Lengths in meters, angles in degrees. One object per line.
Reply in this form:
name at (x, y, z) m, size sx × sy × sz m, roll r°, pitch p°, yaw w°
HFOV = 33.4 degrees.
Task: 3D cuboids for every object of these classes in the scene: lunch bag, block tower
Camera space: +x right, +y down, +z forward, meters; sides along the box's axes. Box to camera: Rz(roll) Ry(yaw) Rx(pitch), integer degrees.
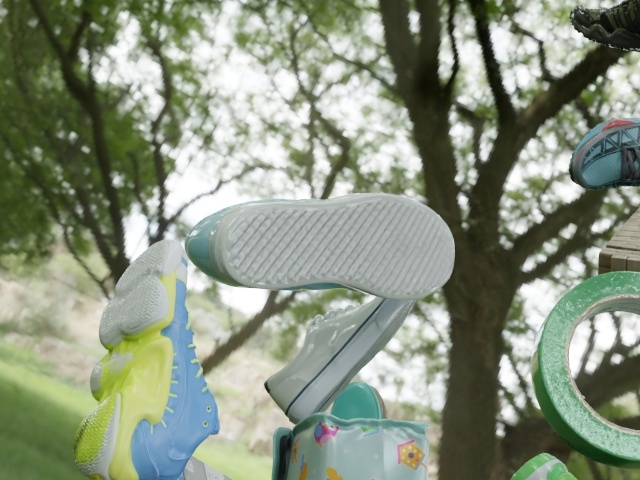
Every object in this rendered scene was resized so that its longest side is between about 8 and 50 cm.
lunch bag at (0.019, 0.324, 1.247) m, size 0.160 × 0.223 × 0.262 m, roll 8°, pitch -16°, yaw -16°
block tower at (0.648, 0.024, 2.165) m, size 0.091 × 0.097 × 0.335 m, roll 8°, pitch 20°, yaw 28°

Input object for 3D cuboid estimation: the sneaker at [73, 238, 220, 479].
sneaker at (-0.151, 0.125, 1.026) m, size 0.126 × 0.240 × 0.091 m, roll 30°, pitch -24°, yaw -35°

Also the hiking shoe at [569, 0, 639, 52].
hiking shoe at (0.496, -0.349, 1.651) m, size 0.227 × 0.114 × 0.086 m, roll 26°, pitch 20°, yaw 37°

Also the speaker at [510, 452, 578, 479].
speaker at (0.471, 0.525, 1.911) m, size 0.296 × 0.131 × 0.131 m, roll 47°, pitch -2°, yaw 32°

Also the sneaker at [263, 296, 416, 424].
sneaker at (0.029, 0.127, 1.416) m, size 0.091 × 0.258 × 0.094 m, roll 40°, pitch -14°, yaw 17°

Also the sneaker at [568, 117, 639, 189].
sneaker at (0.503, -0.131, 1.583) m, size 0.125 × 0.262 × 0.104 m, roll -104°, pitch 180°, yaw -68°

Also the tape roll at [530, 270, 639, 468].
tape roll at (0.514, 0.212, 1.764) m, size 0.321 × 0.321 × 0.077 m, roll 24°, pitch -20°, yaw 8°

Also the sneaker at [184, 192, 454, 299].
sneaker at (0.000, 0.000, 1.326) m, size 0.366 × 0.135 × 0.150 m, roll 7°, pitch 1°, yaw -36°

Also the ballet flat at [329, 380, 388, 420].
ballet flat at (0.083, 0.377, 1.748) m, size 0.124 × 0.116 × 0.342 m, roll 60°, pitch 9°, yaw -28°

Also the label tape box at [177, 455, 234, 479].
label tape box at (-0.260, 0.502, 1.872) m, size 0.241 × 0.105 × 0.333 m, roll -26°, pitch -35°, yaw 11°
